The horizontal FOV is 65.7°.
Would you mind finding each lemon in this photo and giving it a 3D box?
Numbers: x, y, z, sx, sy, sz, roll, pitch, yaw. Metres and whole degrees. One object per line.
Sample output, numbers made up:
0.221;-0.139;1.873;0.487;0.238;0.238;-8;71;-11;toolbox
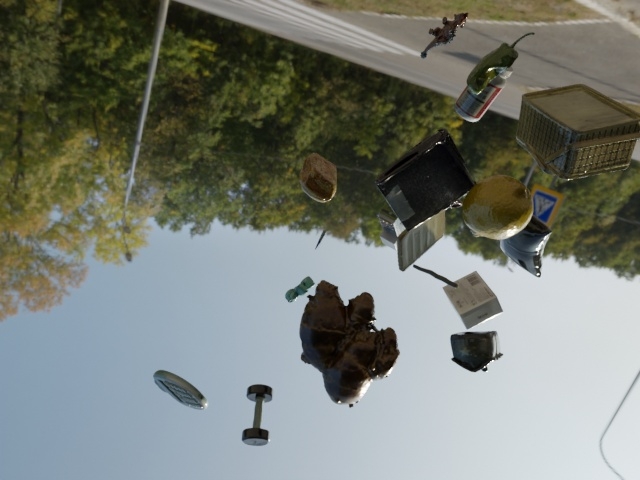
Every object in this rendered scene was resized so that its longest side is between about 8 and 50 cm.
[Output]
0.501;-0.091;1.411;0.187;0.244;0.187;6;-119;-10;lemon

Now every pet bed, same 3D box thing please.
0.651;0.462;2.057;0.183;0.159;0.211;-8;170;28;pet bed

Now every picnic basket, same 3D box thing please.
0.764;-0.323;1.493;0.228;0.175;0.313;-11;-143;-6;picnic basket

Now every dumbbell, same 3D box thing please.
-0.220;0.615;1.749;0.100;0.100;0.191;12;-129;-14;dumbbell

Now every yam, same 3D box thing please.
0.506;0.153;2.194;0.234;0.027;0.029;27;-166;38;yam

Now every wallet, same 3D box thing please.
0.319;-0.178;1.504;0.221;0.262;0.071;50;-176;-32;wallet

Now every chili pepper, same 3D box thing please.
0.491;-0.492;1.368;0.072;0.204;0.073;24;-152;-51;chili pepper

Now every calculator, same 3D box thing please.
-0.496;0.523;1.738;0.295;0.184;0.042;-4;-142;46;calculator

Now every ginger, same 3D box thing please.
0.069;0.291;1.456;0.357;0.274;0.152;57;-158;10;ginger

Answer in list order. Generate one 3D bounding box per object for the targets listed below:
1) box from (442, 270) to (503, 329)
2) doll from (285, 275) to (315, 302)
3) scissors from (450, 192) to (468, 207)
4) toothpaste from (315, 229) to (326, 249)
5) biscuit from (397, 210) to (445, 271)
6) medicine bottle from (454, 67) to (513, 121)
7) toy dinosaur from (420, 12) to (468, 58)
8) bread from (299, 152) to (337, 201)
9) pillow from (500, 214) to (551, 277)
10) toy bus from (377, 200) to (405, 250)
0.735;0.285;2.411;0.194;0.111;0.260;-28;-153;8;box
-0.103;0.233;2.289;0.059;0.158;0.159;50;-160;-3;doll
0.475;-0.153;1.758;0.144;0.017;0.247;4;170;-11;scissors
0.000;0.000;1.866;0.015;0.083;0.024;31;-164;24;toothpaste
0.358;-0.018;1.756;0.254;0.172;0.029;-36;-134;-27;biscuit
0.672;-0.623;2.049;0.131;0.250;0.131;17;-137;-17;medicine bottle
0.306;-0.514;1.240;0.055;0.154;0.049;-6;-112;-43;toy dinosaur
-0.005;-0.288;2.280;0.167;0.132;0.294;41;-158;-19;bread
0.674;0.000;1.650;0.106;0.250;0.186;-30;-131;-12;pillow
0.343;-0.073;2.325;0.113;0.139;0.302;31;169;25;toy bus
